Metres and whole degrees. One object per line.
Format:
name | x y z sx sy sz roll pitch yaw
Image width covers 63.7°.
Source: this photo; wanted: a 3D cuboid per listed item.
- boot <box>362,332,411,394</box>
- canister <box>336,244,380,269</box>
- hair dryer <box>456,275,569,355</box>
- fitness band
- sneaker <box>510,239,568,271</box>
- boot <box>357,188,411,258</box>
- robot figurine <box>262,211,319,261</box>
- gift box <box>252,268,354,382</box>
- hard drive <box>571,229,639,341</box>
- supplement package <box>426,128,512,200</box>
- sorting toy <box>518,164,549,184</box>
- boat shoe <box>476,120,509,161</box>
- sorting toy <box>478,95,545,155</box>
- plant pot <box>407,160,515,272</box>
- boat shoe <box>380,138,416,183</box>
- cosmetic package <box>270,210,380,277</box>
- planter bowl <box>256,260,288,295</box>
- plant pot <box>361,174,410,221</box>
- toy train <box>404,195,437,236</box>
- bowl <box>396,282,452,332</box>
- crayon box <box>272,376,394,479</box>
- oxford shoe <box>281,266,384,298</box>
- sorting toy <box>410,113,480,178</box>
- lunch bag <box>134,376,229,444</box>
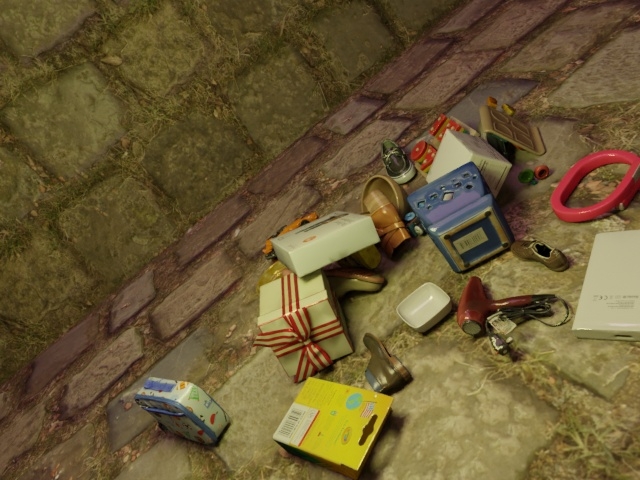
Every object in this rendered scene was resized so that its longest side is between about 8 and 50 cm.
boot | 0.149 0.339 1.426 0.106 0.082 0.219 -39 29 -8
canister | 0.119 0.045 1.879 0.170 0.126 0.073 -3 43 52
hair dryer | 0.465 0.180 1.336 0.224 0.080 0.293 -25 31 -11
fitness band | 0.792 -0.158 1.472 0.291 0.054 0.209 -47 26 -20
sneaker | 0.589 0.022 1.404 0.066 0.071 0.188 -42 28 -9
boot | 0.215 -0.026 1.858 0.109 0.220 0.283 -19 -24 -33
robot figurine | -0.127 -0.006 2.297 0.291 0.085 0.211 -30 27 13
gift box | -0.062 0.268 1.614 0.277 0.255 0.258 -28 26 7
hard drive | 0.713 0.094 1.175 0.203 0.040 0.307 -7 40 45
supplement package | 0.489 -0.229 1.737 0.261 0.145 0.203 -99 24 -60
sorting toy | 0.688 -0.216 1.673 0.102 0.061 0.042 -9 31 4
boat shoe | 0.646 -0.366 1.913 0.113 0.127 0.340 11 38 4
sorting toy | 0.684 -0.420 1.876 0.307 0.229 0.041 -75 7 -50
plant pot | 0.432 -0.057 1.553 0.236 0.236 0.212 -30 34 14
boat shoe | 0.319 -0.352 2.264 0.121 0.119 0.335 -33 27 9
cosmetic package | 0.000 0.000 1.749 0.285 0.097 0.377 -26 12 -11
planter bowl | -0.142 0.167 2.036 0.217 0.090 0.217 -28 29 17
plant pot | 0.262 -0.132 1.942 0.110 0.237 0.237 -7 14 -28
toy train | 0.381 -0.090 1.828 0.184 0.080 0.105 -42 33 -10
bowl | 0.304 0.200 1.489 0.142 0.053 0.142 -39 28 -2
crayon box | 0.043 0.480 1.332 0.319 0.081 0.202 -4 42 49
oxford shoe | 0.043 0.168 1.811 0.397 0.146 0.141 -1 -1 35
sorting toy | 0.470 -0.369 2.042 0.255 0.089 0.257 -55 22 18
lunch bag | -0.456 0.541 1.659 0.304 0.243 0.115 -10 37 41
